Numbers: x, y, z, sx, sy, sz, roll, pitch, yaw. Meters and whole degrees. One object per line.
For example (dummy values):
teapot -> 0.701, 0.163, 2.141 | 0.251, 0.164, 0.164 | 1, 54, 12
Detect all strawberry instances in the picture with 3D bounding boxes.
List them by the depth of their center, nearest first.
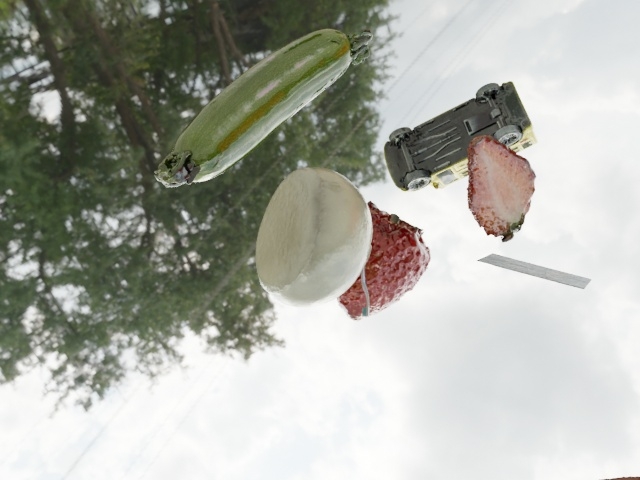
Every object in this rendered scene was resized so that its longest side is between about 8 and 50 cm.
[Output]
strawberry -> 0.358, -0.120, 1.464 | 0.175, 0.236, 0.106 | -18, -158, -23
strawberry -> 0.127, 0.061, 1.680 | 0.257, 0.257, 0.277 | 25, -89, 55

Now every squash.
squash -> -0.063, -0.149, 0.747 | 0.318, 0.071, 0.080 | -43, -175, -29

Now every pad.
pad -> 0.433, 0.060, 1.412 | 0.211, 0.003, 0.143 | 16, -168, 25

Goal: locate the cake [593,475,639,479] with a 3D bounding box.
cake -> 0.336, 0.243, 0.603 | 0.220, 0.117, 0.086 | 7, -120, -20

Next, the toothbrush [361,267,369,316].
toothbrush -> 0.093, 0.080, 1.463 | 0.017, 0.014, 0.162 | -6, -106, 20

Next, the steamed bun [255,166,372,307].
steamed bun -> 0.000, 0.000, 1.389 | 0.283, 0.177, 0.283 | -40, -140, 46

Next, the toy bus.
toy bus -> 0.317, -0.220, 1.600 | 0.330, 0.152, 0.144 | -25, -116, 20
